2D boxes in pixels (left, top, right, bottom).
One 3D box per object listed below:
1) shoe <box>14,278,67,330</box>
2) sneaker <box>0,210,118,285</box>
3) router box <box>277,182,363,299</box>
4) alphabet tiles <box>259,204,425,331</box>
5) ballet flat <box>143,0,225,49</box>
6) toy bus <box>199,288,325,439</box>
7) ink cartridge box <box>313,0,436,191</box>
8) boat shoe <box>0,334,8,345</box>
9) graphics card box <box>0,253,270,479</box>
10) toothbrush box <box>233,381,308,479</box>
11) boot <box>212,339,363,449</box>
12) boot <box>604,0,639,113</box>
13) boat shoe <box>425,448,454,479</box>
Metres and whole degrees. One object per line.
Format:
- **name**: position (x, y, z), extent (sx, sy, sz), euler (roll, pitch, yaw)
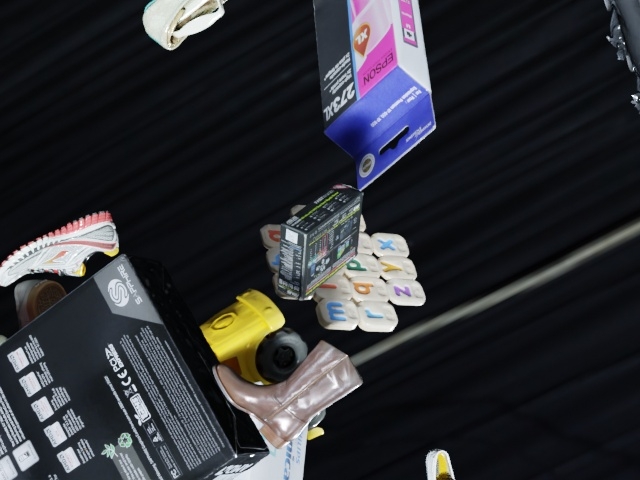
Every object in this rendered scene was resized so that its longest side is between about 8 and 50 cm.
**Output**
- **shoe**: position (-0.324, 0.146, 1.707), extent (0.076, 0.058, 0.219), euler (-34, -61, -48)
- **sneaker**: position (-0.456, 0.029, 2.426), extent (0.088, 0.225, 0.093), euler (-138, 25, -87)
- **router box**: position (0.000, 0.000, 1.617), extent (0.122, 0.038, 0.092), euler (-37, -40, -45)
- **alphabet tiles**: position (0.037, 0.046, 2.435), extent (0.277, 0.021, 0.284), euler (4, -135, -22)
- **ballet flat**: position (-0.094, -0.243, 1.343), extent (0.052, 0.168, 0.057), euler (55, -174, 29)
- **toy bus**: position (-0.120, 0.213, 2.014), extent (0.149, 0.211, 0.220), euler (29, 143, 59)
- **ink cartridge box**: position (0.071, -0.269, 2.005), extent (0.069, 0.175, 0.371), euler (17, -130, -33)
- **boat shoe**: position (-0.500, 0.184, 2.223), extent (0.049, 0.133, 0.042), euler (-47, -28, -50)
- **graphics card box**: position (-0.260, 0.209, 1.370), extent (0.233, 0.371, 0.094), euler (58, -165, 18)
- **toothbrush box**: position (-0.176, 0.328, 1.839), extent (0.126, 0.295, 0.216), euler (44, -137, -45)
- **boot**: position (-0.030, 0.123, 1.305), extent (0.106, 0.114, 0.037), euler (46, -164, -2)
- **boot**: position (0.404, -0.305, 1.614), extent (0.445, 0.146, 0.367), euler (59, -144, -22)
- **boat shoe**: position (0.154, 0.310, 1.743), extent (0.035, 0.035, 0.100), euler (145, 123, -71)
